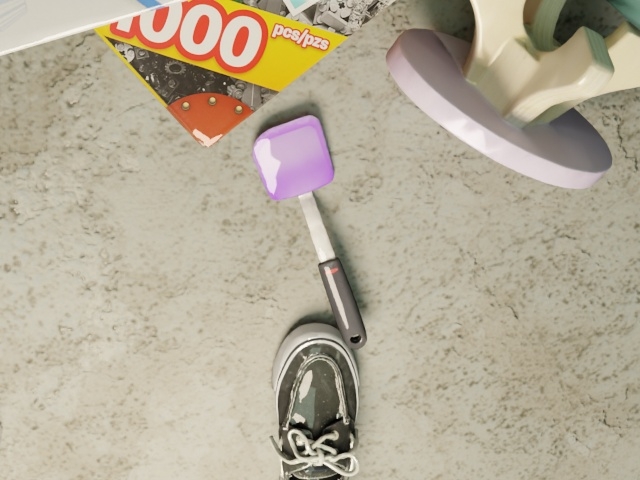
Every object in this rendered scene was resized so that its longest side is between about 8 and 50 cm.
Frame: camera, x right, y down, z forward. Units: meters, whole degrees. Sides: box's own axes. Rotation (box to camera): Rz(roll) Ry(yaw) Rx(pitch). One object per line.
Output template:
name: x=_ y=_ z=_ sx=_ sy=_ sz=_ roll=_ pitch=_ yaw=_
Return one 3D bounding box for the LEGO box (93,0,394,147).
LEGO box: x=-0.127 y=-0.398 z=1.047 sx=0.372 sy=0.193 sz=0.500 roll=-38 pitch=115 yaw=10

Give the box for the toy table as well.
toy table: x=0.224 y=-0.185 z=1.200 sx=0.274 sy=0.252 sz=0.161 roll=16 pitch=129 yaw=-28

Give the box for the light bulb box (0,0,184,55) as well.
light bulb box: x=-0.161 y=-0.353 z=0.829 sx=0.361 sy=0.225 sz=0.357 roll=-17 pitch=117 yaw=1

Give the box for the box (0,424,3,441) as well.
box: x=-0.569 y=0.291 z=1.325 sx=0.345 sy=0.168 sz=0.215 roll=-36 pitch=115 yaw=10

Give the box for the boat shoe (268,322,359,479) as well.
boat shoe: x=-0.008 y=0.253 z=1.430 sx=0.113 sy=0.105 sz=0.306 roll=4 pitch=115 yaw=-11

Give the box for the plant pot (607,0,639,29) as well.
plant pot: x=0.301 y=-0.366 z=1.057 sx=0.235 sy=0.293 sz=0.293 roll=25 pitch=110 yaw=-28

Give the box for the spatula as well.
spatula: x=0.000 y=0.000 z=1.343 sx=0.084 sy=0.030 sz=0.296 roll=-19 pitch=109 yaw=1
